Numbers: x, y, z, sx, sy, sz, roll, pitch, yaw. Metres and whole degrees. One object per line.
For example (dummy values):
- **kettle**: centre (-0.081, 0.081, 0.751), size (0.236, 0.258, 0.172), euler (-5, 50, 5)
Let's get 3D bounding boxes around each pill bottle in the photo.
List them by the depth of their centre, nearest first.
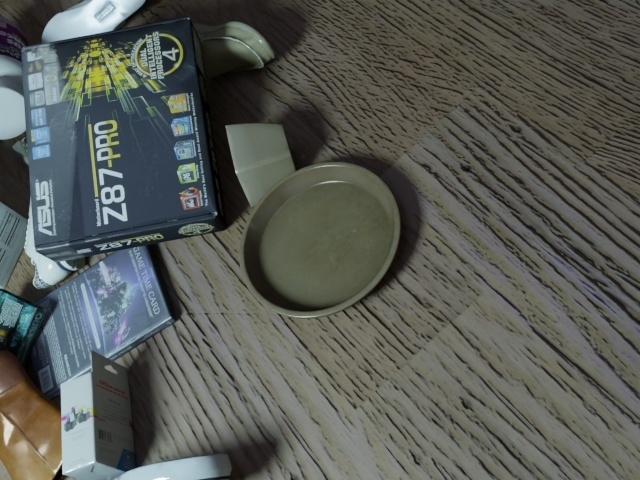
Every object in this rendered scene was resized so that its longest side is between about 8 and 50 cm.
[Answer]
- **pill bottle**: centre (-0.706, -0.353, 1.554), size (0.169, 0.169, 0.302), euler (-34, 48, 4)

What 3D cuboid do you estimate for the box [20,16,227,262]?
- **box**: centre (-0.352, -0.183, 1.275), size (0.318, 0.097, 0.395), euler (-10, 74, 3)

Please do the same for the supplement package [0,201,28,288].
- **supplement package**: centre (-0.719, -0.021, 1.382), size (0.194, 0.203, 0.149), euler (5, 66, 27)

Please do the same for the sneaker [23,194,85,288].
- **sneaker**: centre (-0.529, -0.018, 1.372), size (0.094, 0.090, 0.235), euler (-35, 53, 15)

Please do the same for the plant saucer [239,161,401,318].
- **plant saucer**: centre (0.000, 0.000, 1.149), size (0.277, 0.041, 0.278), euler (-11, 59, 19)

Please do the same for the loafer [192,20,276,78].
- **loafer**: centre (-0.198, -0.366, 1.403), size (0.268, 0.102, 0.092), euler (15, 72, 40)

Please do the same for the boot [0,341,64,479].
- **boot**: centre (-0.542, 0.337, 1.189), size (0.280, 0.096, 0.264), euler (39, 85, 16)

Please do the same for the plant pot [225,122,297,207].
- **plant pot**: centre (-0.096, -0.140, 1.232), size (0.096, 0.109, 0.109), euler (-16, 58, 1)

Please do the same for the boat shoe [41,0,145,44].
- **boat shoe**: centre (-0.498, -0.514, 1.616), size (0.301, 0.108, 0.102), euler (-32, 22, 20)

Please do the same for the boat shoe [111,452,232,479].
- **boat shoe**: centre (-0.259, 0.398, 1.021), size (0.335, 0.121, 0.119), euler (-27, 63, 22)

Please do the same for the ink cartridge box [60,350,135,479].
- **ink cartridge box**: centre (-0.348, 0.277, 1.117), size (0.061, 0.104, 0.181), euler (-22, 56, 12)

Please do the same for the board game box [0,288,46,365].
- **board game box**: centre (-0.575, 0.192, 1.288), size (0.126, 0.026, 0.186), euler (18, 84, 31)

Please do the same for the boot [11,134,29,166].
- **boot**: centre (-0.521, -0.208, 1.459), size (0.236, 0.085, 0.179), euler (32, 81, 41)

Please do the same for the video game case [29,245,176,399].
- **video game case**: centre (-0.397, 0.133, 1.265), size (0.274, 0.026, 0.196), euler (-32, 55, 5)
